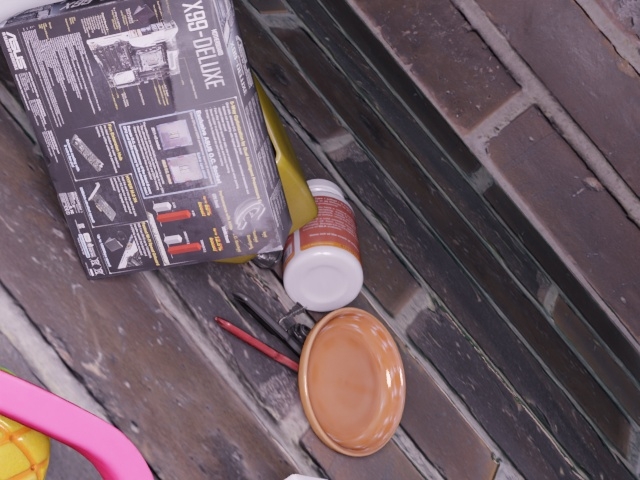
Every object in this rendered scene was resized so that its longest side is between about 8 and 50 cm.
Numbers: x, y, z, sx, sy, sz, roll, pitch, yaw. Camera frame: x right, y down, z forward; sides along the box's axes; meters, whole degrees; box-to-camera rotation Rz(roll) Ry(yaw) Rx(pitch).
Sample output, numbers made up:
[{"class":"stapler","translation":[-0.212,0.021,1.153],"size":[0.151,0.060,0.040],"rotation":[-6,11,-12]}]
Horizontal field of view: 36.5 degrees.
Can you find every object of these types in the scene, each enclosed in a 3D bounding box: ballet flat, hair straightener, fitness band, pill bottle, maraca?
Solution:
[{"class":"ballet flat","translation":[-0.082,-0.021,1.482],"size":[0.049,0.057,0.173],"rotation":[34,27,-22]},{"class":"hair straightener","translation":[-0.032,0.130,1.307],"size":[0.230,0.089,0.047],"rotation":[37,-12,-26]},{"class":"fitness band","translation":[-0.250,0.206,0.715],"size":[0.291,0.054,0.209],"rotation":[35,66,-32]},{"class":"pill bottle","translation":[0.000,0.000,1.514],"size":[0.121,0.121,0.216],"rotation":[37,27,-26]},{"class":"maraca","translation":[-0.278,0.189,0.786],"size":[0.127,0.099,0.186],"rotation":[21,56,-40]}]

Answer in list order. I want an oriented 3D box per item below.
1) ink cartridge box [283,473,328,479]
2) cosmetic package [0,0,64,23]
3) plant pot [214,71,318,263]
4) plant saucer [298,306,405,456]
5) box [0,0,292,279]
[{"class":"ink cartridge box","translation":[-0.018,0.346,0.993],"size":[0.060,0.104,0.180],"rotation":[25,34,-46]},{"class":"cosmetic package","translation":[-0.470,-0.331,1.084],"size":[0.284,0.097,0.377],"rotation":[30,19,15]},{"class":"plant pot","translation":[-0.122,-0.090,1.352],"size":[0.187,0.212,0.212],"rotation":[39,23,-51]},{"class":"plant saucer","translation":[0.038,0.192,1.316],"size":[0.200,0.037,0.200],"rotation":[15,69,-44]},{"class":"box","translation":[-0.186,-0.120,1.067],"size":[0.076,0.242,0.308],"rotation":[-72,150,-63]}]
